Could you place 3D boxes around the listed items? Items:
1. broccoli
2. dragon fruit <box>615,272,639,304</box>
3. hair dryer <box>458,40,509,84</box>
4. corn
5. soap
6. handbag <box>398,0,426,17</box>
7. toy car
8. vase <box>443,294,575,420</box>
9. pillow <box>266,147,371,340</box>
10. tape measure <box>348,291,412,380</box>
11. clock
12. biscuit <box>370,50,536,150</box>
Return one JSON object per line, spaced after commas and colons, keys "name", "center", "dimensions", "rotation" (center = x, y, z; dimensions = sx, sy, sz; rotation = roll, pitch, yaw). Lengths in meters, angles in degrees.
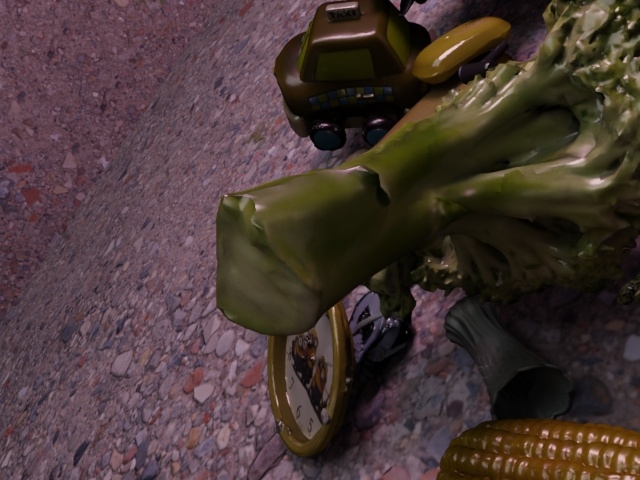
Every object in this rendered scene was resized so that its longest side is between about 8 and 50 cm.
{"name": "broccoli", "center": [0.124, -0.055, 0.554], "dimensions": [0.275, 0.397, 0.353], "rotation": [40, 100, 28]}
{"name": "dragon fruit", "center": [0.332, 0.006, 0.504], "dimensions": [0.236, 0.137, 0.135], "rotation": [-38, 28, 30]}
{"name": "hair dryer", "center": [0.215, -0.226, 0.892], "dimensions": [0.083, 0.026, 0.047], "rotation": [-43, 28, -28]}
{"name": "corn", "center": [0.228, 0.193, 0.475], "dimensions": [0.344, 0.131, 0.131], "rotation": [-7, 54, 50]}
{"name": "soap", "center": [0.186, -0.257, 0.948], "dimensions": [0.140, 0.045, 0.089], "rotation": [-32, 27, -1]}
{"name": "handbag", "center": [0.209, -0.458, 0.971], "dimensions": [0.326, 0.118, 0.269], "rotation": [-38, 26, 32]}
{"name": "toy car", "center": [0.047, -0.270, 1.064], "dimensions": [0.248, 0.198, 0.204], "rotation": [-1, 53, 18]}
{"name": "vase", "center": [0.172, 0.111, 0.692], "dimensions": [0.081, 0.081, 0.148], "rotation": [-48, 27, 11]}
{"name": "pillow", "center": [0.000, 0.000, 1.048], "dimensions": [0.302, 0.075, 0.185], "rotation": [-48, 32, 5]}
{"name": "tape measure", "center": [0.069, 0.108, 0.861], "dimensions": [0.094, 0.054, 0.091], "rotation": [-60, 25, 13]}
{"name": "clock", "center": [-0.006, 0.147, 0.879], "dimensions": [0.237, 0.057, 0.237], "rotation": [-176, 90, -68]}
{"name": "biscuit", "center": [0.179, -0.144, 0.898], "dimensions": [0.291, 0.062, 0.237], "rotation": [-43, 26, -11]}
